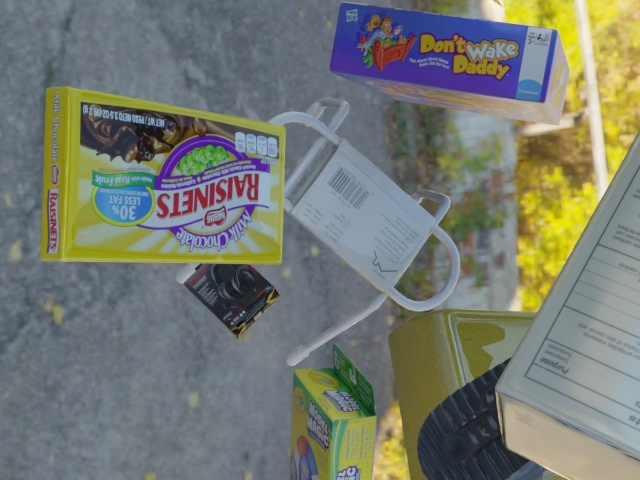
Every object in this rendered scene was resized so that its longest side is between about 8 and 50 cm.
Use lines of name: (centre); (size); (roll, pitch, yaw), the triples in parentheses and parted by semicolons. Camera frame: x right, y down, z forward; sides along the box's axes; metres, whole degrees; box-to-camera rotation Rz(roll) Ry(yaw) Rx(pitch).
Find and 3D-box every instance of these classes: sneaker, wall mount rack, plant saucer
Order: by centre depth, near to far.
sneaker: (0.238, 0.123, 0.891); (0.131, 0.319, 0.112); (36, 30, -63)
plant saucer: (0.257, 0.179, 1.147); (0.332, 0.333, 0.081); (-95, -172, -55)
wall mount rack: (0.000, 0.000, 1.339); (0.350, 0.130, 0.304); (40, 82, -26)

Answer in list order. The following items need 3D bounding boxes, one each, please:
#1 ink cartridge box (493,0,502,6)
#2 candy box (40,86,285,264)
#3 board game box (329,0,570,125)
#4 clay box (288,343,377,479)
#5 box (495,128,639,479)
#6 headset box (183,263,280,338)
ink cartridge box: (0.095, -0.325, 0.905); (0.232, 0.066, 0.189); (55, 20, 11)
candy box: (-0.096, -0.036, 0.694); (0.206, 0.027, 0.105); (2, 92, -53)
board game box: (0.170, -0.204, 1.248); (0.347, 0.233, 0.078); (-9, 110, -75)
clay box: (0.009, 0.230, 1.077); (0.127, 0.053, 0.222); (-141, -130, -65)
box: (0.255, 0.026, 0.721); (0.311, 0.148, 0.121); (-55, 155, -18)
headset box: (-0.092, 0.048, 1.050); (0.062, 0.083, 0.032); (-44, 157, -10)
